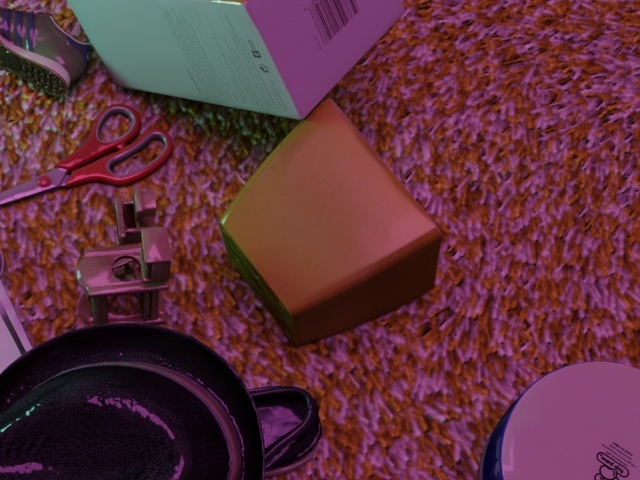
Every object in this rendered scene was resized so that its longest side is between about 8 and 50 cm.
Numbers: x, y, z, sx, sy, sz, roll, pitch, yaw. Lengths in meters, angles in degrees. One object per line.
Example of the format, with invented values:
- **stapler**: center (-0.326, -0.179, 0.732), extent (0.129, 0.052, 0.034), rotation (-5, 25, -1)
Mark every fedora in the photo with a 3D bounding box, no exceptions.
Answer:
- **fedora**: center (-0.228, 0.223, 1.422), extent (0.334, 0.152, 0.334), rotation (-2, 78, 9)

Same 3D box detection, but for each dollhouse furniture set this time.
- **dollhouse furniture set**: center (-0.235, -0.006, 1.625), extent (0.101, 0.182, 0.161), rotation (-5, 65, -11)

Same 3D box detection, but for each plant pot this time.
- **plant pot**: center (0.000, 0.000, 1.656), extent (0.187, 0.212, 0.212), rotation (-35, 73, -10)

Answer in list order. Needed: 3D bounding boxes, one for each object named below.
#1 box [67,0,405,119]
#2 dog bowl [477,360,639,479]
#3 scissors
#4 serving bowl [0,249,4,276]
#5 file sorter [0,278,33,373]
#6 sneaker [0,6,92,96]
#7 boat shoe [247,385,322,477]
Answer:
- **box**: center (-0.110, -0.294, 1.700), extent (0.345, 0.168, 0.215), rotation (14, 53, 42)
- **dog bowl**: center (0.318, 0.276, 1.609), extent (0.265, 0.104, 0.265), rotation (3, 63, -6)
- **scissors**: center (-0.319, -0.071, 1.735), extent (0.297, 0.021, 0.109), rotation (-36, 75, -24)
- **serving bowl**: center (-0.416, 0.034, 1.666), extent (0.083, 0.027, 0.083), rotation (3, 63, -7)
- **file sorter**: center (-0.485, 0.085, 1.530), extent (0.277, 0.173, 0.193), rotation (-26, 70, -11)
- **sneaker**: center (-0.379, -0.263, 1.804), extent (0.192, 0.064, 0.086), rotation (32, 56, 8)
- **boat shoe**: center (-0.153, 0.233, 1.548), extent (0.340, 0.113, 0.127), rotation (-8, 65, -17)
